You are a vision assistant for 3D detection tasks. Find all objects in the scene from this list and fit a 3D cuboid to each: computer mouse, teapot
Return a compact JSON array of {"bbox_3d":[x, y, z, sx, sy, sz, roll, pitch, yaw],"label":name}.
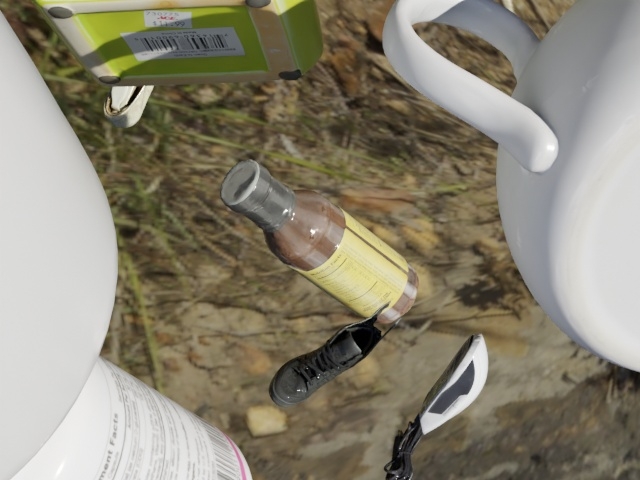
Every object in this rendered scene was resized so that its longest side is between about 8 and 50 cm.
[{"bbox_3d":[0.139,0.187,1.327,0.042,0.106,0.193,33,116,1],"label":"computer mouse"},{"bbox_3d":[0.197,-0.063,0.642,0.252,0.256,0.187,-26,39,8],"label":"teapot"}]

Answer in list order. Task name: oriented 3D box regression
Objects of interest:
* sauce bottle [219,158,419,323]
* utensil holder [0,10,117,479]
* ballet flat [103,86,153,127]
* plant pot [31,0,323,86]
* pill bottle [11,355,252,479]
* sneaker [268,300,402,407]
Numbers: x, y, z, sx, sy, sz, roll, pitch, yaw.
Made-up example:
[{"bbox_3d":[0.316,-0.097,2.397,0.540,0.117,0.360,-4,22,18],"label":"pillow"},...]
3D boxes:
[{"bbox_3d":[0.000,0.000,1.630,0.111,0.344,0.111,-25,46,29],"label":"sauce bottle"},{"bbox_3d":[-0.295,-0.053,0.522,0.327,0.385,0.328,-5,63,9],"label":"utensil holder"},{"bbox_3d":[-0.221,-0.219,1.460,0.057,0.052,0.168,20,90,18],"label":"ballet flat"},{"bbox_3d":[-0.102,-0.235,0.865,0.228,0.227,0.207,-2,76,4],"label":"plant pot"},{"bbox_3d":[-0.182,0.154,0.802,0.160,0.283,0.160,-16,55,24],"label":"pill bottle"},{"bbox_3d":[0.017,0.136,1.418,0.051,0.170,0.089,55,143,11],"label":"sneaker"}]
